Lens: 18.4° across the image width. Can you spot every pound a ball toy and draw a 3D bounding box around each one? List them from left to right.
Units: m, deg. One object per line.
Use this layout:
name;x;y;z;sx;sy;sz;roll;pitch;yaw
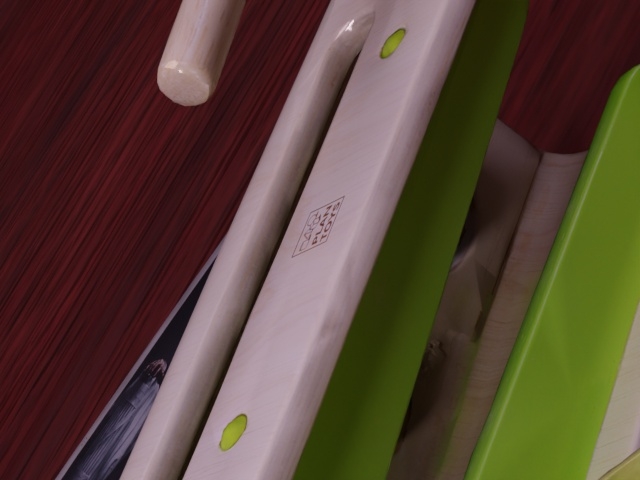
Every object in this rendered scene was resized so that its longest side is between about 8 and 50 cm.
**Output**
pound a ball toy;0.000;0.000;0.627;0.135;0.208;0.319;-29;33;51

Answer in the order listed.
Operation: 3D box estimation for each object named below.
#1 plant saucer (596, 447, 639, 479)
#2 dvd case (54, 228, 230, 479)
plant saucer;0.107;0.106;0.426;0.241;0.037;0.241;-33;19;13
dvd case;-0.041;0.073;0.841;0.239;0.029;0.179;-56;23;-5
